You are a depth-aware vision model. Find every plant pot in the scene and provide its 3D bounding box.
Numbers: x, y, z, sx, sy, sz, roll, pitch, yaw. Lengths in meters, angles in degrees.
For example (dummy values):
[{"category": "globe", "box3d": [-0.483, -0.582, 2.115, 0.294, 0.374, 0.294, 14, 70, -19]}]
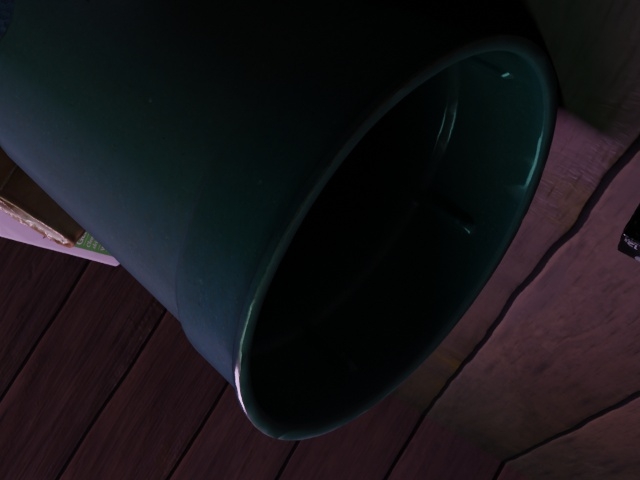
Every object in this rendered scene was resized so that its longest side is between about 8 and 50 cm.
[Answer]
[{"category": "plant pot", "box3d": [-0.057, -0.081, 1.212, 0.334, 0.341, 0.341, 35, 172, 26]}]

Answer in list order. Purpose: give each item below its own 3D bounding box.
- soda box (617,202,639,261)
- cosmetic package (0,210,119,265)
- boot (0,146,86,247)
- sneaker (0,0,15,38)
[{"category": "soda box", "box3d": [0.321, 0.018, 1.237, 0.169, 0.060, 0.053, 29, 171, 12]}, {"category": "cosmetic package", "box3d": [-0.413, -0.111, 2.112, 0.366, 0.197, 0.155, 15, -169, -43]}, {"category": "boot", "box3d": [-0.259, -0.166, 1.471, 0.236, 0.269, 0.089, 30, 168, 4]}, {"category": "sneaker", "box3d": [-0.327, -0.223, 1.834, 0.319, 0.127, 0.208, 41, 168, 3]}]
